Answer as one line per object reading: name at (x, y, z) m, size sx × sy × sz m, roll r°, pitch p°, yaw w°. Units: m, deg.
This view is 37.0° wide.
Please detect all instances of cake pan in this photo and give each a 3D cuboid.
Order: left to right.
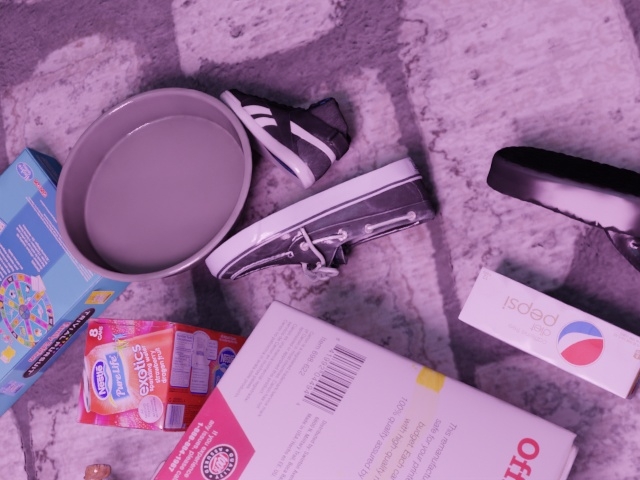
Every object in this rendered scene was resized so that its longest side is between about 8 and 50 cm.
cake pan at (-0.224, -0.073, 1.324) m, size 0.293 × 0.054 × 0.293 m, roll -7°, pitch 66°, yaw 15°

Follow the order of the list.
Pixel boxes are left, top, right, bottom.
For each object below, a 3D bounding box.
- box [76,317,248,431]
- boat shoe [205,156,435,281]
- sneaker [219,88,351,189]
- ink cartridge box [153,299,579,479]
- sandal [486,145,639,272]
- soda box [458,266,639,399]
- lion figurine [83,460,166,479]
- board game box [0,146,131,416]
box at (-0.183, 0.174, 1.211) m, size 0.123 × 0.257 × 0.128 m, roll 2°, pitch 81°, yaw 20°
boat shoe at (0.001, 0.000, 1.254) m, size 0.306 × 0.113 × 0.105 m, roll -24°, pitch 84°, yaw 2°
sneaker at (-0.038, -0.166, 1.327) m, size 0.121 × 0.079 × 0.217 m, roll -38°, pitch 56°, yaw -11°
ink cartridge box at (0.050, 0.280, 1.068) m, size 0.385 × 0.160 × 0.279 m, roll 23°, pitch 57°, yaw 18°
sandal at (0.397, -0.001, 1.084) m, size 0.446 × 0.167 × 0.107 m, roll 22°, pitch 114°, yaw 32°
soda box at (0.280, 0.109, 1.138) m, size 0.216 × 0.069 × 0.074 m, roll 25°, pitch 90°, yaw 24°
lion figurine at (-0.147, 0.397, 1.228) m, size 0.392 × 0.142 × 0.240 m, roll -12°, pitch 74°, yaw 26°
board game box at (-0.468, 0.068, 1.446) m, size 0.336 × 0.079 × 0.254 m, roll -45°, pitch 68°, yaw 9°
